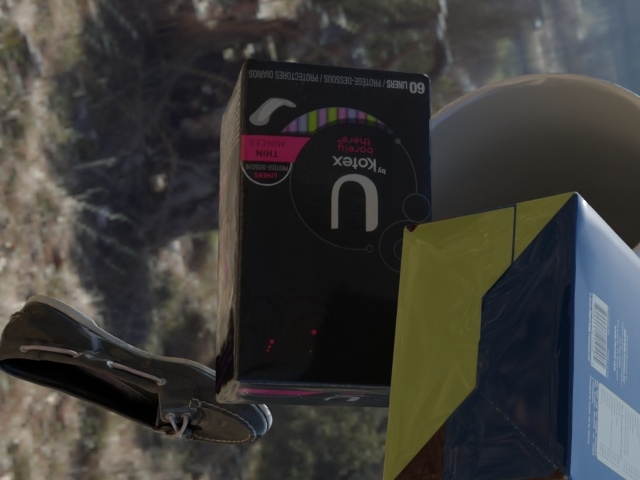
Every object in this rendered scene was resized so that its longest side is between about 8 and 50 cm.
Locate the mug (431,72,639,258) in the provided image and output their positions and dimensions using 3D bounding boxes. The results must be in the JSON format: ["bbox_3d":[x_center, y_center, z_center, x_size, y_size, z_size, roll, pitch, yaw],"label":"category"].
[{"bbox_3d":[0.263,0.068,1.314,0.374,0.276,0.328,43,-14,41],"label":"mug"}]

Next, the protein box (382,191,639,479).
[{"bbox_3d":[0.159,0.106,0.946,0.201,0.136,0.199,37,51,-46],"label":"protein box"}]

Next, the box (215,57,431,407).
[{"bbox_3d":[0.000,0.000,1.143,0.143,0.165,0.270,132,-41,-73],"label":"box"}]

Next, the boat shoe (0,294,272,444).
[{"bbox_3d":[-0.225,0.178,1.583,0.112,0.335,0.095,107,9,-50],"label":"boat shoe"}]
